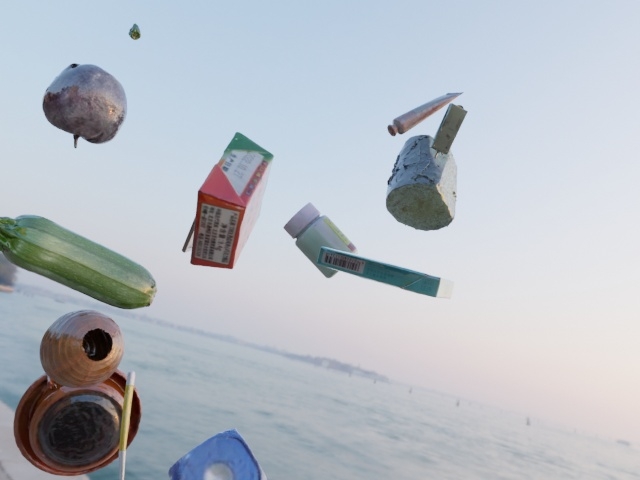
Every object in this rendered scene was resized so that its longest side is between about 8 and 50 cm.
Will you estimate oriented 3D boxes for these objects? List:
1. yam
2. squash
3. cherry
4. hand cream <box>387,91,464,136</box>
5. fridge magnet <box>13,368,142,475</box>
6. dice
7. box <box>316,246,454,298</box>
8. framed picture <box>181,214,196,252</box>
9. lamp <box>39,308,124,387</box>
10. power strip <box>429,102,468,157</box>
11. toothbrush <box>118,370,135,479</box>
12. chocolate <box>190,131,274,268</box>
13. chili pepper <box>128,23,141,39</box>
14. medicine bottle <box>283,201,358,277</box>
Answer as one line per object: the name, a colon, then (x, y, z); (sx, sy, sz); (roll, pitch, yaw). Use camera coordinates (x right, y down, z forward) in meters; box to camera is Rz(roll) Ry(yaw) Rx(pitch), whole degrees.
yam: (0.298, -0.177, 1.582); (0.201, 0.271, 0.202); (-5, -47, 32)
squash: (-0.313, 0.028, 0.697); (0.219, 0.068, 0.077); (32, 8, -34)
cherry: (-0.562, -0.331, 1.313); (0.195, 0.195, 0.195); (14, -13, 3)
hand cream: (0.258, -0.321, 1.342); (0.043, 0.209, 0.067); (63, -16, -21)
fridge magnet: (-0.735, 0.549, 1.654); (0.363, 0.364, 0.155); (21, -3, -26)
dice: (-0.186, 0.443, 0.997); (0.143, 0.146, 0.146); (53, -25, 22)
box: (0.126, 0.063, 1.020); (0.229, 0.042, 0.162); (15, 0, 22)
framed picture: (-0.475, -0.059, 2.108); (0.020, 0.211, 0.289); (23, -1, -6)
lamp: (-0.409, 0.186, 0.930); (0.136, 0.136, 0.136); (14, -13, 3)
power strip: (0.307, -0.264, 1.309); (0.050, 0.136, 0.019); (20, 10, -20)
toothbrush: (-0.425, 0.428, 1.161); (0.024, 0.288, 0.021); (-6, -20, 15)
chocolate: (-0.299, -0.119, 1.823); (0.161, 0.341, 0.360); (19, -45, 0)
chili pepper: (-0.457, -0.513, 1.326); (0.091, 0.030, 0.034); (51, -16, 58)
medicine bottle: (0.000, 0.000, 1.722); (0.225, 0.139, 0.139); (46, -14, 1)
